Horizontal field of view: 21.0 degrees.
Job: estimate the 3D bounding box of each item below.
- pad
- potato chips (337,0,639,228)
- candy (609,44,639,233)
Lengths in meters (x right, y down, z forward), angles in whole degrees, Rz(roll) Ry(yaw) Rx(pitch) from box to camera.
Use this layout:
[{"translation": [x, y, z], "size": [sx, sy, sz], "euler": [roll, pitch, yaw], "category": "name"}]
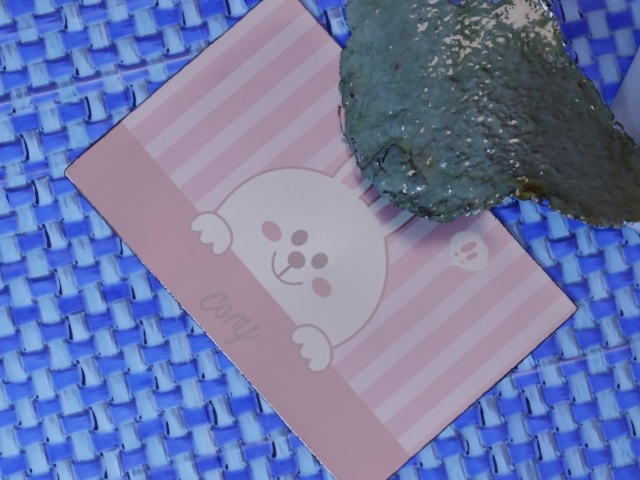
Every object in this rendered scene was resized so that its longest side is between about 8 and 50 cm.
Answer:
[{"translation": [0.000, 0.000, 1.151], "size": [0.202, 0.005, 0.300], "euler": [-41, 87, -4], "category": "pad"}, {"translation": [0.111, -0.081, 1.102], "size": [0.228, 0.059, 0.167], "euler": [10, 71, 17], "category": "potato chips"}, {"translation": [0.260, -0.076, 1.130], "size": [0.138, 0.071, 0.174], "euler": [26, 85, 2], "category": "candy"}]
